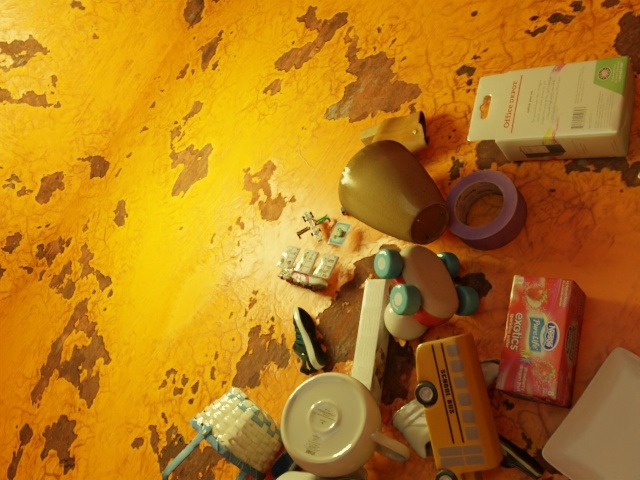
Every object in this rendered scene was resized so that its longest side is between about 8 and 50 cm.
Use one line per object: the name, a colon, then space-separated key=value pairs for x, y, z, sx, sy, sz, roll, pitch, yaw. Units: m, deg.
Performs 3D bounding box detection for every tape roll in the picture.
tape roll: x=0.410 y=-0.075 z=1.505 sx=0.189 sy=0.080 sz=0.188 roll=-16 pitch=59 yaw=30

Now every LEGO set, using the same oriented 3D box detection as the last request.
LEGO set: x=0.000 y=0.000 z=1.789 sx=0.183 sy=0.060 sz=0.244 roll=11 pitch=64 yaw=31

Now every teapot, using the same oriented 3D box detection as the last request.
teapot: x=0.045 y=0.448 z=1.422 sx=0.253 sy=0.187 sz=0.256 roll=-30 pitch=48 yaw=3

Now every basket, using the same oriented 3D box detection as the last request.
basket: x=-0.246 y=0.559 z=1.586 sx=0.201 sy=0.254 sz=0.289 roll=22 pitch=64 yaw=40

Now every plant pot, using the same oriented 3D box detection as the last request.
plant pot: x=0.207 y=-0.099 z=1.545 sx=0.237 sy=0.237 sz=0.254 roll=-49 pitch=42 yaw=7

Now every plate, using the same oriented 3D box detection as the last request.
plate: x=0.616 y=0.390 z=1.145 sx=0.277 sy=0.045 sz=0.278 roll=36 pitch=92 yaw=41

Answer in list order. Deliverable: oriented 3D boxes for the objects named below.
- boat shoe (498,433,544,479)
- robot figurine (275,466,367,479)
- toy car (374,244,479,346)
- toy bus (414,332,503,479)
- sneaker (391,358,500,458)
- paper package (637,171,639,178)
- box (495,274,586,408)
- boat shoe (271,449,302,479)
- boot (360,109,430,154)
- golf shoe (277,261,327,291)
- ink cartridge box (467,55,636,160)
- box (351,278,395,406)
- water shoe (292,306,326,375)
boat shoe: x=0.399 y=0.457 z=1.276 sx=0.152 sy=0.056 sz=0.049 roll=34 pitch=102 yaw=46
robot figurine: x=0.007 y=0.642 z=1.379 sx=0.354 sy=0.199 sz=0.300 roll=-8 pitch=34 yaw=35
toy car: x=0.220 y=0.155 z=1.494 sx=0.238 sy=0.219 sz=0.210 roll=-58 pitch=40 yaw=39
toy bus: x=0.288 y=0.371 z=1.257 sx=0.130 sy=0.108 sz=0.332 roll=-17 pitch=78 yaw=25
sneaker: x=0.305 y=0.377 z=1.365 sx=0.297 sy=0.111 sz=0.129 roll=-45 pitch=61 yaw=20
paper package: x=0.848 y=-0.174 z=1.163 sx=0.310 sy=0.168 sz=0.324 roll=33 pitch=91 yaw=43
box: x=0.473 y=0.213 z=1.286 sx=0.128 sy=0.123 sz=0.256 roll=3 pitch=71 yaw=37
boat shoe: x=-0.047 y=0.545 z=1.554 sx=0.183 sy=0.066 sz=0.066 roll=-43 pitch=49 yaw=-1
boot: x=0.207 y=-0.236 z=1.721 sx=0.211 sy=0.104 sz=0.294 roll=-12 pitch=58 yaw=33
golf shoe: x=-0.048 y=0.096 z=1.776 sx=0.186 sy=0.067 sz=0.085 roll=17 pitch=79 yaw=41
ink cartridge box: x=0.561 y=-0.312 z=1.478 sx=0.354 sy=0.119 sz=0.207 roll=4 pitch=72 yaw=37
box: x=0.136 y=0.261 z=1.559 sx=0.067 sy=0.063 sz=0.323 roll=-5 pitch=66 yaw=34
water shoe: x=-0.054 y=0.279 z=1.688 sx=0.080 sy=0.073 sz=0.203 roll=-37 pitch=50 yaw=20
